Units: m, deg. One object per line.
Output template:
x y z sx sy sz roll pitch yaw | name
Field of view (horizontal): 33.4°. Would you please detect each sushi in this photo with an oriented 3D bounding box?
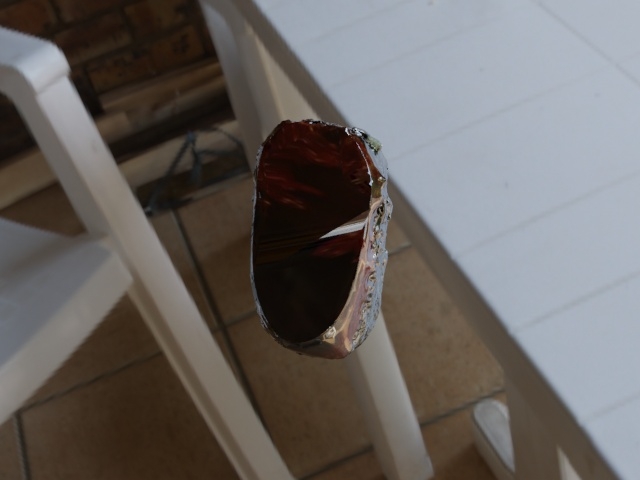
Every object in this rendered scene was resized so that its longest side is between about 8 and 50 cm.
0.000 0.000 1.027 0.136 0.126 0.225 3 85 13 | sushi
